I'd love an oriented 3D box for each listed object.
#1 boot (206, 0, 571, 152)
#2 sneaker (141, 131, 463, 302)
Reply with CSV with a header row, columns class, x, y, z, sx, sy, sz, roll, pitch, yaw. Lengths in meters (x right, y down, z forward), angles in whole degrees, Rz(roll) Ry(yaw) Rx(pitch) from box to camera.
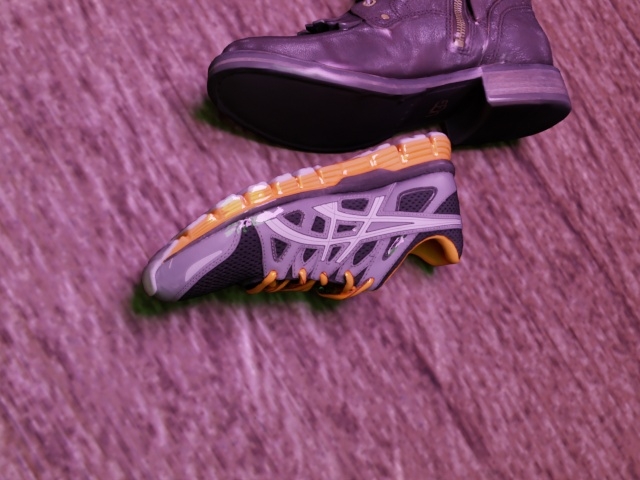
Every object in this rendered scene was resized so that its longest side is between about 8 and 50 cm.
class,x,y,z,sx,sy,sz,roll,pitch,yaw
boot,0.042,-0.179,0.644,0.263,0.091,0.228,-1,72,-24
sneaker,0.000,0.000,0.580,0.215,0.084,0.083,-19,89,-23
